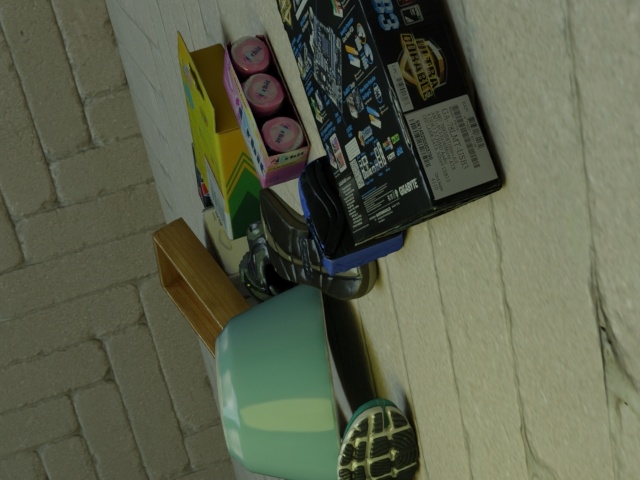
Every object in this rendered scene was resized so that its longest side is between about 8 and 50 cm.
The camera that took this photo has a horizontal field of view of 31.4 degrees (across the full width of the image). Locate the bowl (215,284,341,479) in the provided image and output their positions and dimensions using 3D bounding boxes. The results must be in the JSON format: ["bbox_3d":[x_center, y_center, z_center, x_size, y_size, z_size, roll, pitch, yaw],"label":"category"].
[{"bbox_3d":[-0.061,0.217,1.652,0.311,0.163,0.312,172,90,-90],"label":"bowl"}]

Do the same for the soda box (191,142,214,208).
[{"bbox_3d":[-0.221,-0.132,2.301,0.169,0.053,0.060,89,160,-55],"label":"soda box"}]

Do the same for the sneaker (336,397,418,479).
[{"bbox_3d":[0.065,0.285,1.516,0.275,0.107,0.110,88,169,-52],"label":"sneaker"}]

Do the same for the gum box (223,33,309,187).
[{"bbox_3d":[-0.079,-0.182,1.570,0.107,0.062,0.188,107,144,-69],"label":"gum box"}]

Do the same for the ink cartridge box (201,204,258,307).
[{"bbox_3d":[-0.161,0.042,2.185,0.218,0.092,0.159,93,155,-62],"label":"ink cartridge box"}]

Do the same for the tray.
[{"bbox_3d":[-0.162,0.166,2.082,0.411,0.076,0.203,51,160,23],"label":"tray"}]

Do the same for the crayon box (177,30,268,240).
[{"bbox_3d":[-0.159,-0.178,1.891,0.318,0.081,0.202,87,161,-53],"label":"crayon box"}]

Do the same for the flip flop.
[{"bbox_3d":[0.000,0.000,1.473,0.277,0.080,0.112,23,127,54],"label":"flip flop"}]

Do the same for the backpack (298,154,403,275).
[{"bbox_3d":[0.025,-0.031,1.239,0.101,0.098,0.120,97,152,-71],"label":"backpack"}]

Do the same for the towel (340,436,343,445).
[{"bbox_3d":[0.020,0.375,1.861,0.197,0.029,0.144,46,144,37],"label":"towel"}]

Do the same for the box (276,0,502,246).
[{"bbox_3d":[0.044,-0.155,1.041,0.295,0.073,0.293,148,105,-78],"label":"box"}]

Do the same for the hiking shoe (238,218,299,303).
[{"bbox_3d":[-0.082,0.062,1.876,0.227,0.086,0.114,92,160,-56],"label":"hiking shoe"}]
